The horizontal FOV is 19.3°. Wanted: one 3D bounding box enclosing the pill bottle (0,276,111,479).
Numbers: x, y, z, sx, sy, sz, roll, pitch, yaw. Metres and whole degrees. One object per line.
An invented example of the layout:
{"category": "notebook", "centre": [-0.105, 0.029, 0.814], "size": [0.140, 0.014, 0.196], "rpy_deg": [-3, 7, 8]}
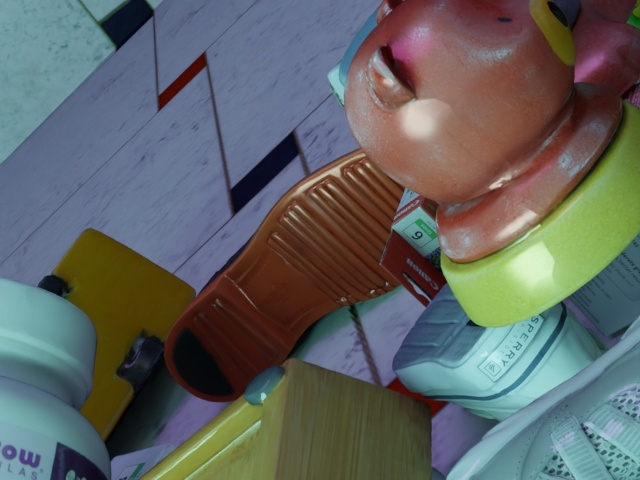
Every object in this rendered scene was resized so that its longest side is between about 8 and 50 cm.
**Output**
{"category": "pill bottle", "centre": [-0.209, 0.178, 1.061], "size": [0.169, 0.169, 0.301], "rpy_deg": [-28, 47, 46]}

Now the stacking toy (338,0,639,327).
{"category": "stacking toy", "centre": [0.123, -0.129, 0.891], "size": [0.279, 0.130, 0.309], "rpy_deg": [-42, 15, 10]}

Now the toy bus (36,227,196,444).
{"category": "toy bus", "centre": [-0.213, 0.136, 1.403], "size": [0.130, 0.108, 0.332], "rpy_deg": [-56, 3, 48]}

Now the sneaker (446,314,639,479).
{"category": "sneaker", "centre": [0.134, 0.089, 0.709], "size": [0.281, 0.105, 0.115], "rpy_deg": [-50, 17, -18]}

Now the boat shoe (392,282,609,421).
{"category": "boat shoe", "centre": [0.092, 0.061, 0.941], "size": [0.083, 0.076, 0.226], "rpy_deg": [-52, 5, 1]}

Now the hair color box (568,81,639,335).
{"category": "hair color box", "centre": [0.178, -0.032, 0.919], "size": [0.167, 0.093, 0.053], "rpy_deg": [-33, 20, 36]}

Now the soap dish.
{"category": "soap dish", "centre": [-0.052, 0.199, 0.878], "size": [0.229, 0.118, 0.291], "rpy_deg": [-39, 18, 20]}

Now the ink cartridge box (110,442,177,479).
{"category": "ink cartridge box", "centre": [-0.182, 0.228, 1.252], "size": [0.225, 0.056, 0.181], "rpy_deg": [-19, 30, 54]}

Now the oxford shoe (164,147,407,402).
{"category": "oxford shoe", "centre": [0.000, 0.000, 1.287], "size": [0.271, 0.097, 0.098], "rpy_deg": [-37, 12, 26]}

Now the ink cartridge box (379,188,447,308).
{"category": "ink cartridge box", "centre": [0.078, -0.006, 1.156], "size": [0.029, 0.063, 0.115], "rpy_deg": [-37, 18, 34]}

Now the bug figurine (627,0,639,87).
{"category": "bug figurine", "centre": [0.217, -0.114, 1.060], "size": [0.216, 0.072, 0.279], "rpy_deg": [-34, 20, 35]}

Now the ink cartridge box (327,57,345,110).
{"category": "ink cartridge box", "centre": [0.193, -0.205, 1.244], "size": [0.303, 0.072, 0.307], "rpy_deg": [-38, 10, -36]}
